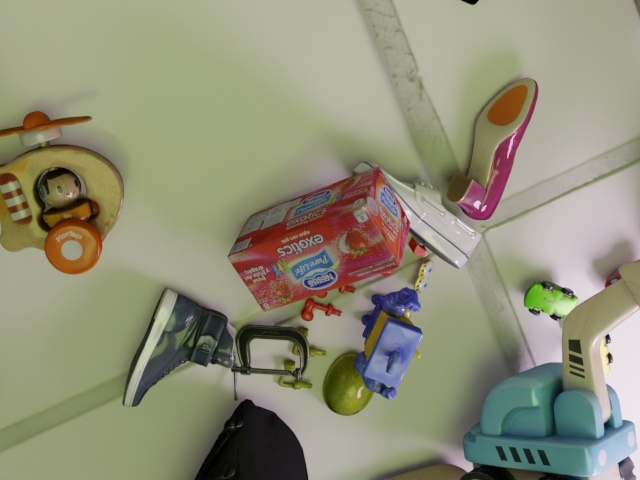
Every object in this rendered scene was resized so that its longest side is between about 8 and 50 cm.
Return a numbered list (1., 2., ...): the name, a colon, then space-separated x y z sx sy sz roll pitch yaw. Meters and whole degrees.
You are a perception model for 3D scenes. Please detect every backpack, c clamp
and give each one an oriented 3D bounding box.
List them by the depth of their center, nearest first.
1. c clamp: -0.088 0.211 1.610 0.161 0.022 0.137 -5 99 23
2. backpack: -0.151 0.512 1.618 0.273 0.290 0.355 34 112 -20

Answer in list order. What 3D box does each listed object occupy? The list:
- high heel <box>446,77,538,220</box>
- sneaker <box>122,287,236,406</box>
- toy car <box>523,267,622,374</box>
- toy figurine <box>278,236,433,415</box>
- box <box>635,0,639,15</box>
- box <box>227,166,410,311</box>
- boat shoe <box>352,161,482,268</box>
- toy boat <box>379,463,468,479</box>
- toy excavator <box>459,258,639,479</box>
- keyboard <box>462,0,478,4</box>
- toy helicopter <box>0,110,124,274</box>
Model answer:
1. high heel: 0.306 -0.147 1.538 0.117 0.082 0.244 24 94 -49
2. sneaker: -0.235 0.211 1.581 0.163 0.086 0.226 23 106 -14
3. toy car: 0.464 0.118 1.666 0.225 0.053 0.239 18 108 -14
4. toy figurine: 0.074 0.178 1.544 0.191 0.217 0.362 21 107 -16
5. box: 0.525 -0.468 1.390 0.121 0.148 0.311 -28 115 3
6. box: 0.000 0.000 1.461 0.257 0.128 0.122 -20 116 26
7. boat shoe: 0.163 -0.059 1.539 0.258 0.095 0.084 40 86 -24
8. toy boat: 0.201 0.527 1.764 0.231 0.151 0.151 -14 143 -2
9. toy excavator: 0.429 0.264 1.583 0.222 0.433 0.445 -11 93 -45
10. keyboard: 0.281 -0.445 1.430 0.100 0.038 0.192 43 102 3
11. toy helicopter: -0.475 -0.099 1.397 0.355 0.140 0.235 10 108 -10
